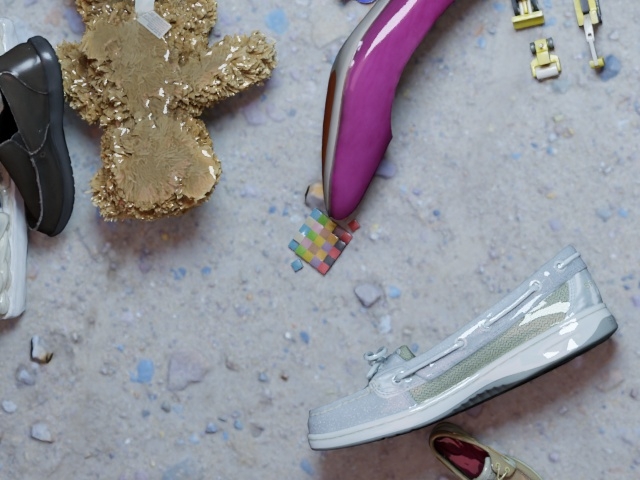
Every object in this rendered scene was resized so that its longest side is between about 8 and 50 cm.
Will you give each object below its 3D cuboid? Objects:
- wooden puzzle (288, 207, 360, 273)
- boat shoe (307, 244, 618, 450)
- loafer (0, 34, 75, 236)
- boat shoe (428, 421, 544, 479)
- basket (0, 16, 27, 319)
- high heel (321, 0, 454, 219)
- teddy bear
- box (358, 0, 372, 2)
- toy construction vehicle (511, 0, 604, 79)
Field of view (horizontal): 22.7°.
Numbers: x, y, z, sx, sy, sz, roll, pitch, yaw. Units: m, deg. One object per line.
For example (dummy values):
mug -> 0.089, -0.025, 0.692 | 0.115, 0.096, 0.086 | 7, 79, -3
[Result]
wooden puzzle -> 0.000, 0.000, 1.634 | 0.049, 0.006, 0.083 | 38, 101, 10
boat shoe -> 0.126, 0.115, 1.557 | 0.320, 0.118, 0.103 | -26, 80, 10
loafer -> -0.303, -0.102, 1.627 | 0.078, 0.080, 0.220 | -14, 121, -23
boat shoe -> 0.164, 0.230, 1.584 | 0.135, 0.045, 0.050 | 28, 99, 11
basket -> -0.504, -0.069, 1.627 | 0.331, 0.266, 0.328 | 0, 94, 16
high heel -> 0.111, -0.188, 1.550 | 0.181, 0.127, 0.377 | 11, 108, -7
teddy bear -> -0.168, -0.185, 1.629 | 0.245, 0.113, 0.338 | -27, 78, 8
box -> 0.026, -0.307, 1.602 | 0.081, 0.028, 0.136 | -37, 82, 13
toy construction vehicle -> 0.230, -0.210, 1.552 | 0.086, 0.035, 0.098 | -9, 91, 14
